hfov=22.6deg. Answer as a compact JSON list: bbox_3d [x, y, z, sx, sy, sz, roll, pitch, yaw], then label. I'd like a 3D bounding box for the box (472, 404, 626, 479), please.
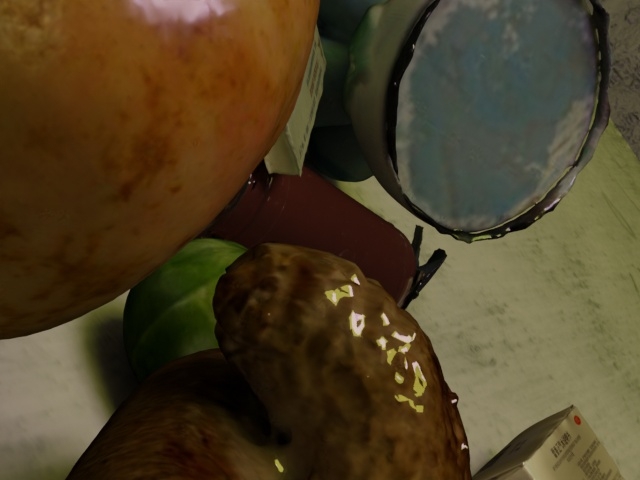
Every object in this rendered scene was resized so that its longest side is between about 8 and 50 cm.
[{"bbox_3d":[0.191,0.237,1.253,0.168,0.095,0.212,57,19,6],"label":"box"}]

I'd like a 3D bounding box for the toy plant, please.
[{"bbox_3d":[0.055,-0.154,1.365,0.247,0.247,0.332,36,-5,-40],"label":"toy plant"}]

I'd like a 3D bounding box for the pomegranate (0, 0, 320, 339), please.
[{"bbox_3d":[-0.169,-0.114,0.732,0.342,0.342,0.342,45,22,-23],"label":"pomegranate"}]

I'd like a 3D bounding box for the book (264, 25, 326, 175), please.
[{"bbox_3d":[-0.047,-0.213,1.095,0.201,0.026,0.289,-79,156,-59],"label":"book"}]

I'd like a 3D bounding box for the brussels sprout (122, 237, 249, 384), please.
[{"bbox_3d":[-0.049,0.068,0.964,0.155,0.117,0.155,34,27,-20],"label":"brussels sprout"}]

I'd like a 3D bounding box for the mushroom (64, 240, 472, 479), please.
[{"bbox_3d":[0.003,0.196,0.767,0.345,0.239,0.345,23,53,-35],"label":"mushroom"}]

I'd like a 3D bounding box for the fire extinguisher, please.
[{"bbox_3d":[0.000,0.000,1.202,0.269,0.105,0.105,32,29,-45],"label":"fire extinguisher"}]
